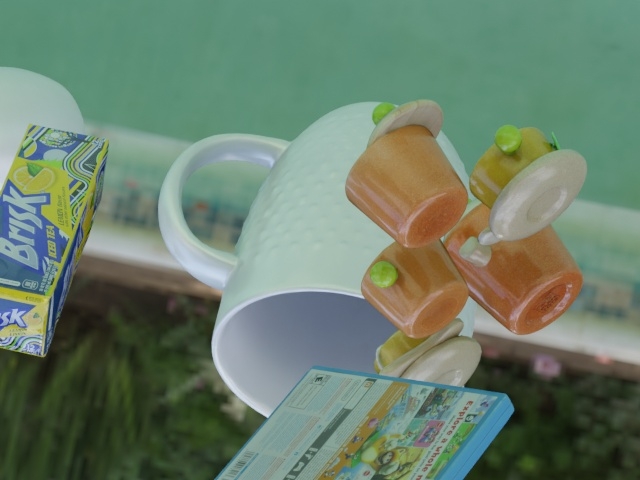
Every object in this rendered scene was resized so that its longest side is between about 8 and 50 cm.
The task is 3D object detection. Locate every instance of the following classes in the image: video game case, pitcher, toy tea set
[{"bbox_3d":[0.020,0.127,1.090,0.166,0.119,0.015,4,133,47],"label":"video game case"},{"bbox_3d":[-0.318,-0.072,1.531,0.207,0.125,0.177,-20,-168,-42],"label":"pitcher"},{"bbox_3d":[0.095,-0.014,1.387,0.124,0.200,0.336,51,165,30],"label":"toy tea set"}]

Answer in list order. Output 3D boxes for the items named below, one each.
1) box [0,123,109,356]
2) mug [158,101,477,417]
[{"bbox_3d":[-0.184,-0.003,1.188,0.059,0.169,0.054,12,130,-1],"label":"box"},{"bbox_3d":[0.000,0.000,2.050,0.374,0.328,0.276,19,140,-7],"label":"mug"}]
